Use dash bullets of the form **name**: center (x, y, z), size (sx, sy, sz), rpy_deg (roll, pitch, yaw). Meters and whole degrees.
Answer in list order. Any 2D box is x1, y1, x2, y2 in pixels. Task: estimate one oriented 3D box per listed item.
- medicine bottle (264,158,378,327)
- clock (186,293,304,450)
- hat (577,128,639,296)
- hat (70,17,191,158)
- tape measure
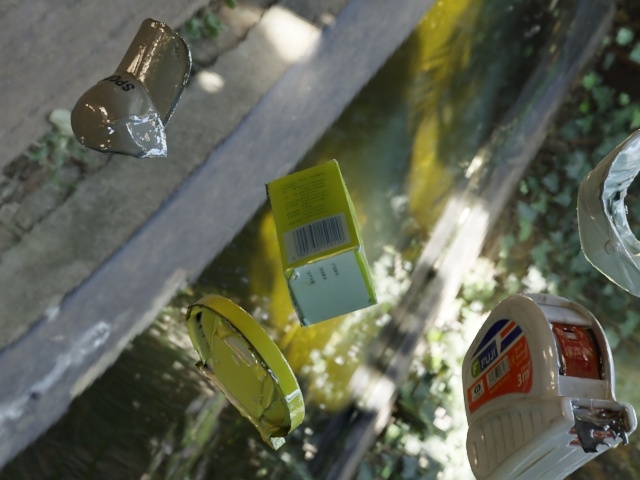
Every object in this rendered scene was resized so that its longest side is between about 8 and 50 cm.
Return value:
- **medicine bottle**: center (0.000, 0.000, 1.710), size (0.250, 0.141, 0.137), rpy_deg (-101, 170, -49)
- **clock**: center (-0.125, 0.213, 1.782), size (0.071, 0.277, 0.293), rpy_deg (-36, 163, -26)
- **hat**: center (0.479, -0.016, 1.658), size (0.168, 0.258, 0.301), rpy_deg (-27, 177, -4)
- **hat**: center (-0.239, -0.189, 1.231), size (0.085, 0.147, 0.175), rpy_deg (21, 91, -59)
- **tape measure**: center (0.293, 0.203, 1.365), size (0.258, 0.130, 0.265), rpy_deg (119, -25, -53)
